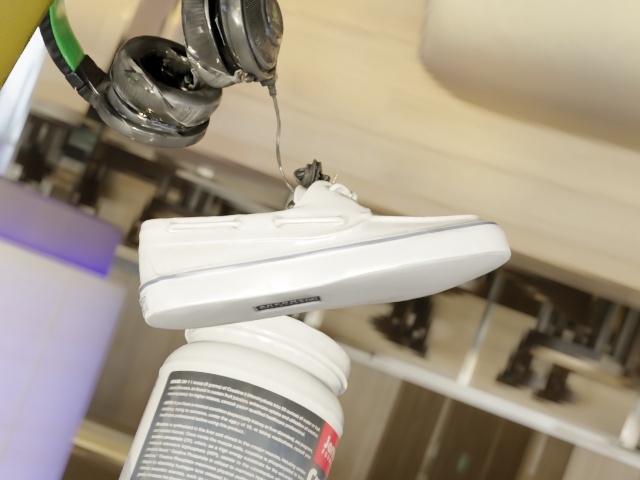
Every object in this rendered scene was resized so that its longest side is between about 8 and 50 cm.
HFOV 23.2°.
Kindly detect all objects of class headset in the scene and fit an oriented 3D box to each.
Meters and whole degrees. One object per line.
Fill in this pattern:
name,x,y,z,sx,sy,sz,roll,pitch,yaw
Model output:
headset,-0.136,-0.180,1.676,0.394,0.243,0.185,44,-151,-16

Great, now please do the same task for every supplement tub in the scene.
supplement tub,-0.088,0.217,1.509,0.191,0.272,0.191,16,157,7

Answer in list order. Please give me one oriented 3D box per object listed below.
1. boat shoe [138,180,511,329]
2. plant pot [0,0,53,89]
boat shoe,0.000,0.000,1.080,0.258,0.084,0.095,-7,163,-5
plant pot,-0.372,-0.232,1.352,0.212,0.212,0.187,44,-141,3
